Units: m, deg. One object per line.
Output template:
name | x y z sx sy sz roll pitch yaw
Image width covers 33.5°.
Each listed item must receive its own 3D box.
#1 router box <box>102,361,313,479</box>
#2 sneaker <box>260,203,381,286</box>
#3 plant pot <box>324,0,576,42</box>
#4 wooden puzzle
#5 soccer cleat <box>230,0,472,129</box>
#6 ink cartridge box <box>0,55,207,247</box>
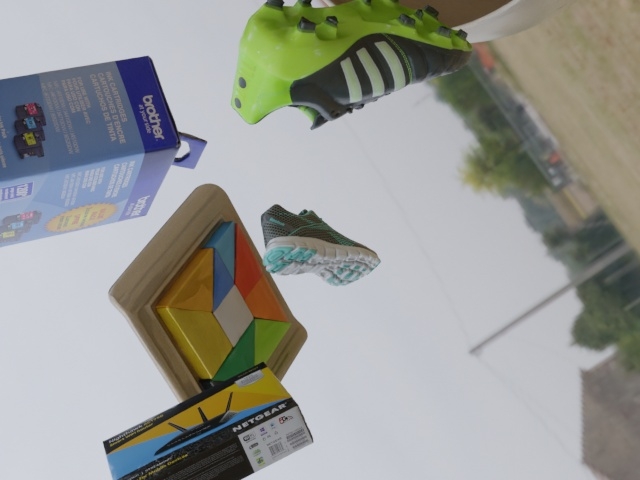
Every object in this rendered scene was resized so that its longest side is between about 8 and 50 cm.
router box | -0.110 0.190 1.003 0.046 0.178 0.133 68 168 -17
sneaker | 0.000 0.000 1.144 0.166 0.065 0.076 16 -134 -47
plant pot | 0.140 -0.282 0.844 0.191 0.284 0.284 5 -132 -54
wooden puzzle | -0.111 0.085 1.200 0.239 0.044 0.221 59 -139 -24
soccer cleat | 0.019 -0.104 0.620 0.178 0.072 0.060 -11 -134 -44
ink cartridge box | -0.363 -0.116 1.475 0.151 0.395 0.270 69 156 12
